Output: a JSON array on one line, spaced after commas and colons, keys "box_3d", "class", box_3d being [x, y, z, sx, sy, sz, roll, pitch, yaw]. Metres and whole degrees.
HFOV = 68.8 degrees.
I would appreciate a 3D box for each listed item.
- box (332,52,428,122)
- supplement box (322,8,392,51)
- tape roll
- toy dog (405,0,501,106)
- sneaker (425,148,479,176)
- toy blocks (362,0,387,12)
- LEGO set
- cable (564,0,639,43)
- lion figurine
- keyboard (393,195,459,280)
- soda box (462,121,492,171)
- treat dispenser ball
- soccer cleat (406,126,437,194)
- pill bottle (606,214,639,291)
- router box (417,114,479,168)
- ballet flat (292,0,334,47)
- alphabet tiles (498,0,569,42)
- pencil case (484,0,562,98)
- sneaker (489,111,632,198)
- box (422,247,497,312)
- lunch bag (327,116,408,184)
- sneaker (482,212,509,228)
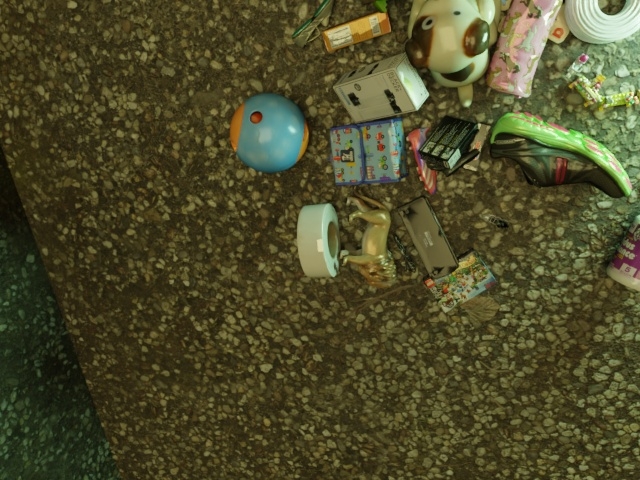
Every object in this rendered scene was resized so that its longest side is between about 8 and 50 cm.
[{"box_3d": [0.199, -0.509, 1.585, 0.290, 0.087, 0.169, 5, 140, 49], "class": "box"}, {"box_3d": [0.129, -0.740, 1.643, 0.234, 0.078, 0.080, -9, 118, 17], "class": "supplement box"}, {"box_3d": [0.000, 0.000, 1.790, 0.100, 0.286, 0.286, -4, 105, 16], "class": "tape roll"}, {"box_3d": [0.387, -0.612, 1.430, 0.285, 0.408, 0.395, 5, 107, 21], "class": "toy dog"}, {"box_3d": [0.464, -0.290, 1.644, 0.170, 0.051, 0.089, -37, 73, 10], "class": "sneaker"}, {"box_3d": [0.234, -0.885, 1.459, 0.261, 0.381, 0.191, -45, 115, 10], "class": "toy blocks"}, {"box_3d": [0.929, -0.481, 1.502, 0.287, 0.107, 0.132, 28, 111, 5], "class": "LEGO set"}, {"box_3d": [0.891, -0.742, 1.431, 0.257, 0.089, 0.257, 26, 110, -5], "class": "cable"}, {"box_3d": [0.205, -0.006, 1.810, 0.240, 0.142, 0.391, 6, 102, -10], "class": "lion figurine"}, {"box_3d": [0.384, 0.007, 1.805, 0.202, 0.033, 0.317, -26, 88, 22], "class": "keyboard"}, {"box_3d": [0.556, -0.334, 1.666, 0.053, 0.060, 0.168, 17, 109, 8], "class": "soda box"}, {"box_3d": [-0.187, -0.393, 1.718, 0.288, 0.288, 0.288, 4, 107, 13], "class": "treat dispenser ball"}, {"box_3d": [0.392, -0.292, 1.713, 0.095, 0.083, 0.247, -20, 97, 14], "class": "soccer cleat"}, {"box_3d": [1.113, 0.014, 1.566, 0.169, 0.169, 0.301, 21, 109, 8], "class": "pill bottle"}, {"box_3d": [0.444, -0.345, 1.624, 0.133, 0.046, 0.179, 31, 78, 39], "class": "router box"}, {"box_3d": [-0.012, -0.786, 1.686, 0.213, 0.072, 0.068, -39, 121, 22], "class": "ballet flat"}, {"box_3d": [0.711, -0.784, 1.514, 0.278, 0.021, 0.284, 31, 111, 3], "class": "alphabet tiles"}, {"box_3d": [0.650, -0.650, 1.468, 0.167, 0.160, 0.385, 16, 118, 4], "class": "pencil case"}, {"box_3d": [0.804, -0.266, 1.585, 0.483, 0.185, 0.202, 28, 129, 9], "class": "sneaker"}, {"box_3d": [0.541, 0.157, 1.822, 0.233, 0.044, 0.159, -35, 95, 21], "class": "box"}, {"box_3d": [0.163, -0.328, 1.751, 0.293, 0.138, 0.220, -1, 107, 28], "class": "lunch bag"}, {"box_3d": [0.647, -0.069, 1.715, 0.098, 0.069, 0.038, 17, 109, 9], "class": "sneaker"}]
